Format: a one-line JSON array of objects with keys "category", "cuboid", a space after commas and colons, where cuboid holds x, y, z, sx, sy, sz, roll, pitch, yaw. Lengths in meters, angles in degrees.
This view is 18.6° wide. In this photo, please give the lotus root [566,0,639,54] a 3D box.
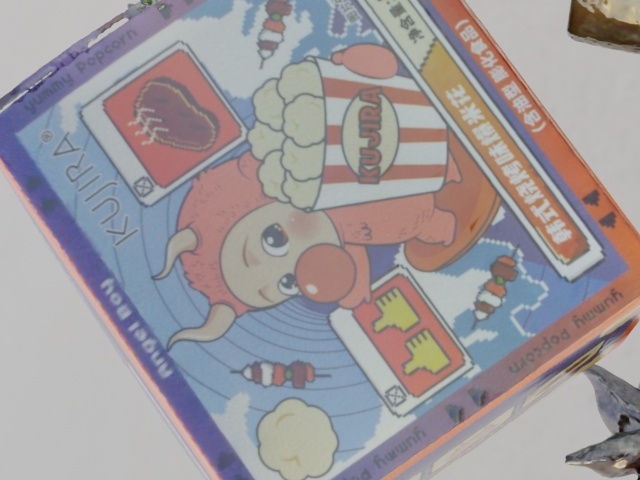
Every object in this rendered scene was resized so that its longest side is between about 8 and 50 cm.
[{"category": "lotus root", "cuboid": [0.216, -0.236, 1.364, 0.170, 0.074, 0.260, 90, -172, -53]}]

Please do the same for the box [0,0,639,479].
[{"category": "box", "cuboid": [0.000, 0.000, 1.343, 0.348, 0.318, 0.257, 55, 175, 11]}]

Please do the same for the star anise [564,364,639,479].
[{"category": "star anise", "cuboid": [0.280, 0.173, 1.631, 0.061, 0.181, 0.204, -41, 26, 48]}]

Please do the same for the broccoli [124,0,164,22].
[{"category": "broccoli", "cuboid": [-0.159, -0.228, 2.112, 0.198, 0.177, 0.275, -65, -18, 6]}]
